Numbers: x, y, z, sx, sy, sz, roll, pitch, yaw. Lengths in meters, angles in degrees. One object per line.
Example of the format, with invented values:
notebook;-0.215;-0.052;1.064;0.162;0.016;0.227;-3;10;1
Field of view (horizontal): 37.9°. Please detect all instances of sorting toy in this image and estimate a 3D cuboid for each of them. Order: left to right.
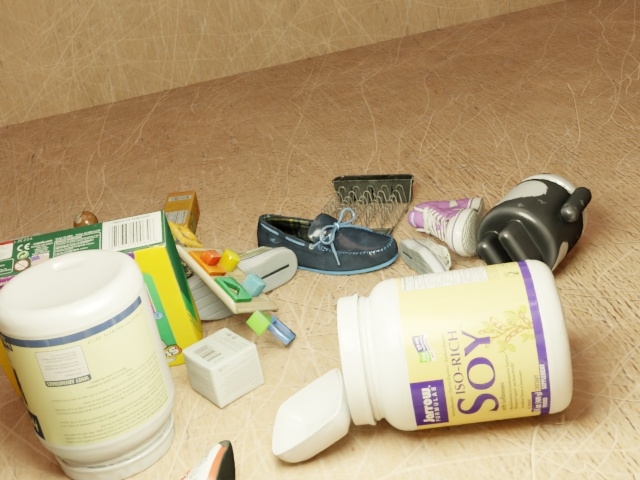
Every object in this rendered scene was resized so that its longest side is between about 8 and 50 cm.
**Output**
sorting toy;-0.172;0.064;1.780;0.348;0.047;0.196;43;12;20

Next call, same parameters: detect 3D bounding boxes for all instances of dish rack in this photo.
dish rack;0.098;-0.072;2.202;0.208;0.074;0.271;-1;27;22

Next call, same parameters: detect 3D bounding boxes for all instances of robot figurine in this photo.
robot figurine;0.419;-0.027;1.853;0.209;0.173;0.278;16;36;31

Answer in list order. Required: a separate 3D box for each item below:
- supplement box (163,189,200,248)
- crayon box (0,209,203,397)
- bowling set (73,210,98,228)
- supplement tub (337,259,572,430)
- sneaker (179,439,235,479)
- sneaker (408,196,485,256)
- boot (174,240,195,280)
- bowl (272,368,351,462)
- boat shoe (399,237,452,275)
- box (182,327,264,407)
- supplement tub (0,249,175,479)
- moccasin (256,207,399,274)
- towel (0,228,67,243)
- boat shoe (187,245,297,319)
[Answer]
supplement box;-0.352;-0.046;2.328;0.080;0.078;0.233;-6;26;3
crayon box;-0.424;0.123;1.708;0.363;0.313;0.106;-11;44;-1
bowling set;-0.555;0.025;2.131;0.154;0.199;0.287;-8;21;10
supplement tub;0.205;0.167;1.454;0.332;0.241;0.241;-9;25;6
sneaker;-0.214;0.385;1.341;0.145;0.090;0.270;-4;28;10
sneaker;0.260;-0.027;1.992;0.161;0.102;0.282;0;11;15
boot;-0.358;0.084;2.046;0.179;0.085;0.236;-23;28;-18
bowl;-0.006;0.283;1.470;0.142;0.053;0.142;-37;18;17
boat shoe;0.230;0.036;1.905;0.076;0.083;0.226;-17;25;-9
box;-0.173;0.226;1.664;0.102;0.087;0.101;-26;29;-31
supplement tub;-0.370;0.203;1.510;0.236;0.324;0.235;-9;25;4
moccasin;0.000;0.000;2.036;0.342;0.116;0.137;1;27;24
towel;-0.757;0.043;2.340;0.282;0.049;0.187;-14;24;-7
boat shoe;-0.185;0.088;1.960;0.302;0.109;0.094;-20;19;-38
